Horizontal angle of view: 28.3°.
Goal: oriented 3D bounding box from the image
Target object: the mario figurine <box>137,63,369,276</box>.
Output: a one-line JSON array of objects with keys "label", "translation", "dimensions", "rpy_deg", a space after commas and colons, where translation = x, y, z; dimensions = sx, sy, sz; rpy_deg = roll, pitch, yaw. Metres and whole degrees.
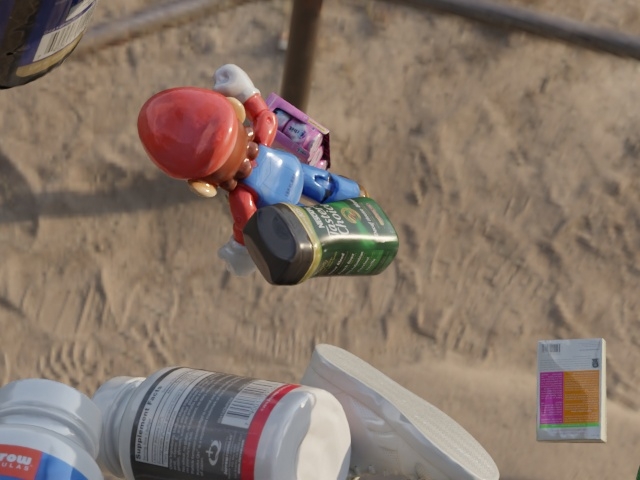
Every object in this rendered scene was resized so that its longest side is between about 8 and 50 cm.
[{"label": "mario figurine", "translation": [-0.100, -0.086, 1.584], "dimensions": [0.320, 0.170, 0.198], "rpy_deg": [32, 32, -33]}]

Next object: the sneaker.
[{"label": "sneaker", "translation": [0.077, 0.278, 1.620], "dimensions": [0.292, 0.169, 0.108], "rpy_deg": [34, 15, 27]}]

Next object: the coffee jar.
[{"label": "coffee jar", "translation": [0.000, 0.000, 1.494], "dimensions": [0.184, 0.079, 0.096], "rpy_deg": [-7, 54, -44]}]

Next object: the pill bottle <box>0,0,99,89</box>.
[{"label": "pill bottle", "translation": [-0.128, -0.162, 0.508], "dimensions": [0.122, 0.219, 0.123], "rpy_deg": [11, 62, -21]}]

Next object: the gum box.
[{"label": "gum box", "translation": [-0.045, -0.148, 1.958], "dimensions": [0.107, 0.188, 0.062], "rpy_deg": [33, 78, 10]}]

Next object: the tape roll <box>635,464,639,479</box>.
[{"label": "tape roll", "translation": [0.343, 0.127, 0.795], "dimensions": [0.321, 0.321, 0.077], "rpy_deg": [-19, 37, -22]}]

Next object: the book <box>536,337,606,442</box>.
[{"label": "book", "translation": [0.352, 0.211, 1.784], "dimensions": [0.096, 0.035, 0.144], "rpy_deg": [-4, 71, 25]}]

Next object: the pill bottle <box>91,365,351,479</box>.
[{"label": "pill bottle", "translation": [-0.137, 0.251, 1.575], "dimensions": [0.318, 0.176, 0.176], "rpy_deg": [5, 46, 34]}]

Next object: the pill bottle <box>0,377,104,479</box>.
[{"label": "pill bottle", "translation": [-0.224, 0.210, 0.908], "dimensions": [0.124, 0.124, 0.221], "rpy_deg": [9, 42, -3]}]
